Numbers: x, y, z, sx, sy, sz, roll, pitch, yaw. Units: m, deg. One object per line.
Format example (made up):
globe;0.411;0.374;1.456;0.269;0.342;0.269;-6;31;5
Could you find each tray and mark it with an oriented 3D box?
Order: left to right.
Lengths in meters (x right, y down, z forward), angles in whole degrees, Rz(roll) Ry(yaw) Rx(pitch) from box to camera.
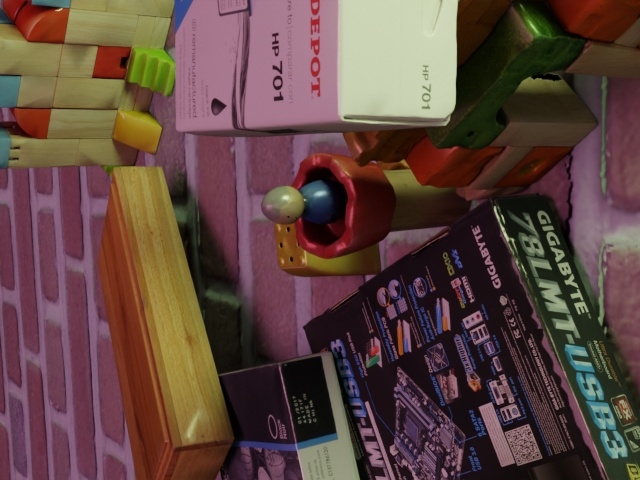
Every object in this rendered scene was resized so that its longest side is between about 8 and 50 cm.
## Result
tray;-0.214;0.122;1.036;0.203;0.076;0.411;114;143;-44

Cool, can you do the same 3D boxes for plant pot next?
plant pot;0.000;0.000;0.826;0.081;0.083;0.081;-5;91;52

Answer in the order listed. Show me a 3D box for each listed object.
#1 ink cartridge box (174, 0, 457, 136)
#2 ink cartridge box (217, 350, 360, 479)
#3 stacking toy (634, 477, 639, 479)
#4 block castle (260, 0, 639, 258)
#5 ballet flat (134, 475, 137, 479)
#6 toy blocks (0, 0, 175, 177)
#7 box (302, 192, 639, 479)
ink cartridge box;-0.013;-0.135;0.489;0.190;0.082;0.140;8;99;56
ink cartridge box;-0.062;0.220;0.894;0.332;0.065;0.165;-31;71;64
stacking toy;0.185;0.286;0.463;0.279;0.130;0.309;-31;52;32
block castle;0.081;-0.214;0.593;0.453;0.212;0.303;-49;58;42
ballet flat;-0.188;0.414;1.145;0.073;0.080;0.232;-41;63;15
toy blocks;-0.359;-0.244;1.098;0.191;0.261;0.381;48;129;36
box;0.124;0.154;0.700;0.293;0.073;0.296;-41;62;50
